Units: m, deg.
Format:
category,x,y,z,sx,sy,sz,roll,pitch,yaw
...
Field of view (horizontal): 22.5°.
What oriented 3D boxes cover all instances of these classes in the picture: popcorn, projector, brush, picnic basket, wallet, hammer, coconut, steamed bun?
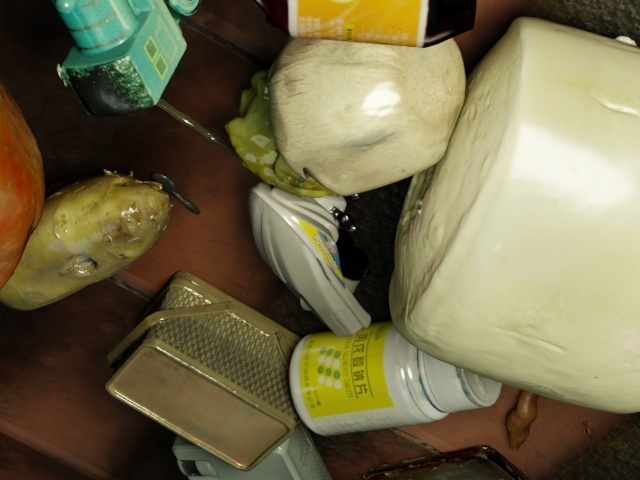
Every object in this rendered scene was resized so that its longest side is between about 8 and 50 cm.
category,x,y,z,sx,sy,sz,roll,pitch,yaw
popcorn,-0.023,-0.134,1.831,0.173,0.142,0.173,34,152,20
projector,-0.090,0.351,2.407,0.192,0.099,0.257,-3,135,23
brush,-0.184,-0.060,2.058,0.024,0.008,0.083,-26,123,38
picnic basket,-0.148,0.180,2.204,0.266,0.139,0.165,31,138,-11
wallet,0.184,0.349,2.351,0.232,0.031,0.122,-17,132,37
hammer,-0.132,-0.124,1.945,0.292,0.058,0.029,33,143,-22
coconut,0.036,-0.148,1.673,0.224,0.224,0.224,11,139,10
steamed bun,0.279,0.006,1.738,0.371,0.290,0.456,20,140,-2

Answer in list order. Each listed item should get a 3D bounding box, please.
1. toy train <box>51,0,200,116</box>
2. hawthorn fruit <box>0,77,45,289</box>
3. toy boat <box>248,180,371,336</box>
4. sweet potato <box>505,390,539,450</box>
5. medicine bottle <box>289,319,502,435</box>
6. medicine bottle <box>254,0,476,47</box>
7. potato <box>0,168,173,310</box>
category,x,y,z,sx,sy,sz,roll,pitch,yaw
toy train,-0.235,-0.291,1.684,0.120,0.194,0.298,-4,133,27
hawthorn fruit,-0.500,-0.061,1.862,0.403,0.403,0.403,11,139,10
toy boat,-0.003,0.007,1.966,0.141,0.141,0.269,6,144,15
sweet potato,0.277,0.233,2.179,0.044,0.044,0.179,16,139,4
medicine bottle,0.099,0.174,2.106,0.258,0.143,0.143,-11,131,30
medicine bottle,-0.045,-0.305,1.523,0.395,0.242,0.242,1,137,4
potato,-0.307,-0.009,2.036,0.296,0.191,0.141,-20,94,36
